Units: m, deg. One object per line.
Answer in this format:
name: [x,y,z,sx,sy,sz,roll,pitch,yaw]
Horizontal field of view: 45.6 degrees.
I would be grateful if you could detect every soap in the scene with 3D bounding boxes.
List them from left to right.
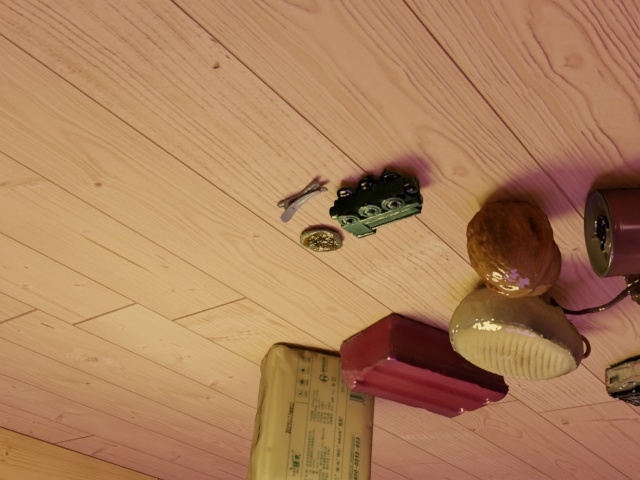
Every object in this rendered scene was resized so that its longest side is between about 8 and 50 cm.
soap: [0.248,0.317,1.852,0.359,0.128,0.233,21,144,-25]

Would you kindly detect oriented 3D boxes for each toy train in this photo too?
toy train: [0.101,-0.062,1.312,0.170,0.071,0.111,-18,151,31]

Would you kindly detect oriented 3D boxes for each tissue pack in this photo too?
tissue pack: [-0.023,0.481,1.919,0.297,0.380,0.207,14,148,-10]
tissue pack: [0.891,0.357,1.844,0.332,0.123,0.245,20,151,-18]

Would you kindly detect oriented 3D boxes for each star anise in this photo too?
star anise: [0.538,0.097,1.476,0.227,0.218,0.148,-30,94,24]

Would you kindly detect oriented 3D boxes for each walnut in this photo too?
walnut: [0.330,0.018,1.299,0.155,0.184,0.155,-6,138,-5]

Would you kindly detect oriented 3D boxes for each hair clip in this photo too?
hair clip: [-0.033,-0.068,1.347,0.030,0.039,0.115,21,143,-34]

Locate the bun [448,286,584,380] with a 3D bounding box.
bun: [0.410,0.184,1.591,0.287,0.146,0.287,16,150,9]

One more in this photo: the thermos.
thermos: [0.586,-0.012,1.258,0.265,0.146,0.176,-3,142,2]

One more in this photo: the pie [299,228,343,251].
pie: [0.000,0.000,1.471,0.085,0.017,0.085,4,148,2]

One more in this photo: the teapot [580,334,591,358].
teapot: [0.519,0.246,1.716,0.173,0.116,0.116,-2,148,10]
